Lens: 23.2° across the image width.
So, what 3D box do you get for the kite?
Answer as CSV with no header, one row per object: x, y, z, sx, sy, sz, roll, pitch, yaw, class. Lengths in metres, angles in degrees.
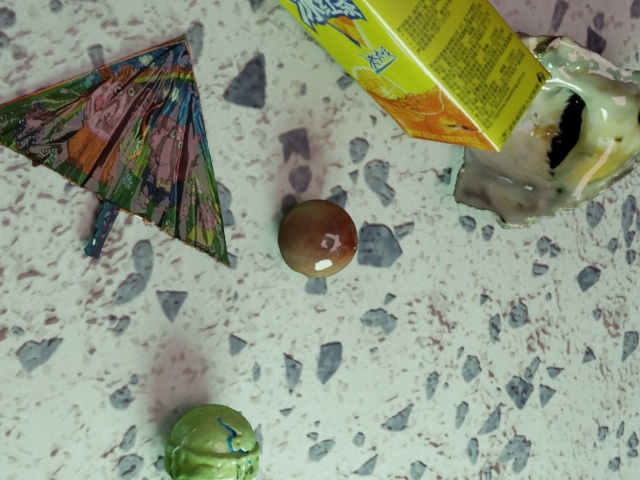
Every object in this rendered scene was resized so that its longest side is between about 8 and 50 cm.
-0.176,-0.094,1.463,0.321,0.016,0.233,30,80,-38,kite

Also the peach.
-0.002,-0.001,1.581,0.083,0.083,0.083,-9,104,-37,peach

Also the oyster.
0.268,-0.132,1.752,0.271,0.100,0.275,30,93,-36,oyster

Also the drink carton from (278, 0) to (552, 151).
0.063,-0.236,1.532,0.351,0.155,0.111,43,72,-35,drink carton

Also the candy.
-0.128,0.324,1.557,0.093,0.092,0.335,-29,131,-72,candy
